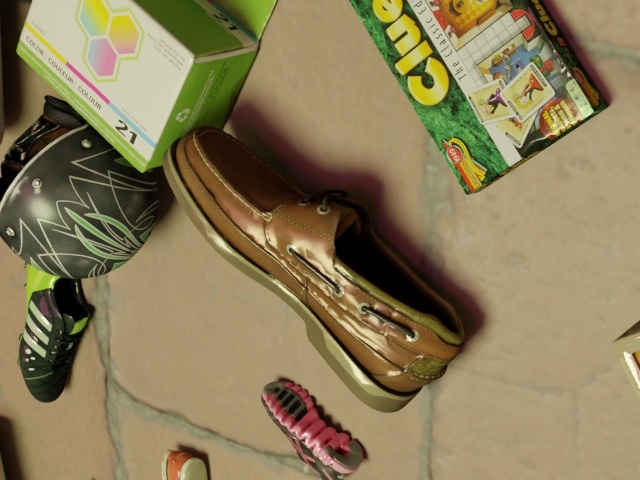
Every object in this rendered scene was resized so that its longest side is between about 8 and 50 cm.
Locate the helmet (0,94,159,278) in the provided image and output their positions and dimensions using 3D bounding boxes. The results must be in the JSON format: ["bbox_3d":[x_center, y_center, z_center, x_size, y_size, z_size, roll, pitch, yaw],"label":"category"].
[{"bbox_3d":[-0.233,-0.043,1.189,0.161,0.169,0.169,44,130,44],"label":"helmet"}]

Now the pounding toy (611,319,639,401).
[{"bbox_3d":[0.335,0.108,0.856,0.206,0.094,0.181,-28,88,41],"label":"pounding toy"}]

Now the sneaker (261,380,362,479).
[{"bbox_3d":[-0.016,0.185,1.192,0.119,0.047,0.057,44,138,19],"label":"sneaker"}]

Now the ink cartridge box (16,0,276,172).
[{"bbox_3d":[-0.143,-0.221,1.108,0.189,0.097,0.255,42,127,19],"label":"ink cartridge box"}]

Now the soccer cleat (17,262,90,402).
[{"bbox_3d":[-0.284,0.098,1.354,0.072,0.060,0.179,17,112,31],"label":"soccer cleat"}]

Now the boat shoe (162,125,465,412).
[{"bbox_3d":[0.000,0.000,1.079,0.307,0.111,0.104,45,124,4],"label":"boat shoe"}]

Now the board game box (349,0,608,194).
[{"bbox_3d":[0.100,-0.177,0.981,0.136,0.030,0.260,-36,82,42],"label":"board game box"}]

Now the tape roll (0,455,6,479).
[{"bbox_3d":[-0.484,0.317,1.465,0.246,0.246,0.169,1,106,37],"label":"tape roll"}]

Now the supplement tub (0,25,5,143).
[{"bbox_3d":[-0.434,-0.239,1.236,0.235,0.235,0.325,17,115,32],"label":"supplement tub"}]

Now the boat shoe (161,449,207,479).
[{"bbox_3d":[-0.143,0.284,1.318,0.043,0.049,0.137,12,110,38],"label":"boat shoe"}]
